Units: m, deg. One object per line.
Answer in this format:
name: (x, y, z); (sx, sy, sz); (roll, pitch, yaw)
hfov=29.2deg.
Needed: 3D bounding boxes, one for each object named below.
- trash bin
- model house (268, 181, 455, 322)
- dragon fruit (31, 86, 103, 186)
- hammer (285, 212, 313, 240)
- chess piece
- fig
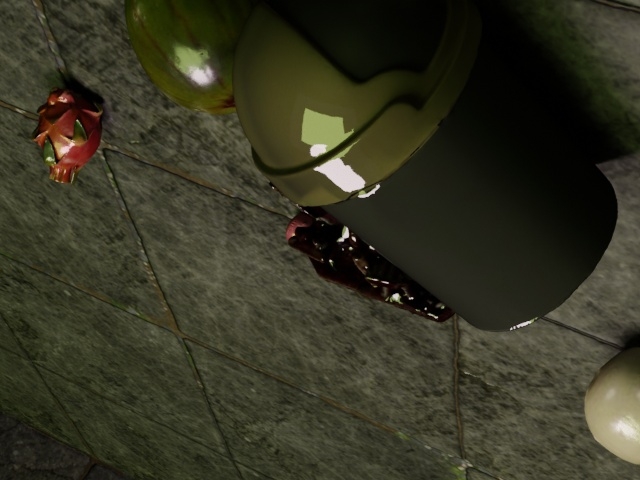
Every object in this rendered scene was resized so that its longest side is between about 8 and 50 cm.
trash bin: (0.077, -0.087, 0.993); (0.334, 0.214, 0.214); (39, 154, -25)
model house: (0.039, -0.018, 1.222); (0.203, 0.141, 0.164); (11, 168, 29)
dragon fruit: (-0.303, -0.123, 1.463); (0.081, 0.116, 0.086); (8, -175, -11)
hammer: (0.000, 0.000, 1.415); (0.083, 0.043, 0.043); (32, 154, 6)
chess piece: (0.405, 0.223, 1.239); (0.299, 0.167, 0.167); (34, 154, 6)
fig: (-0.125, -0.238, 1.094); (0.259, 0.151, 0.151); (59, 154, 7)
